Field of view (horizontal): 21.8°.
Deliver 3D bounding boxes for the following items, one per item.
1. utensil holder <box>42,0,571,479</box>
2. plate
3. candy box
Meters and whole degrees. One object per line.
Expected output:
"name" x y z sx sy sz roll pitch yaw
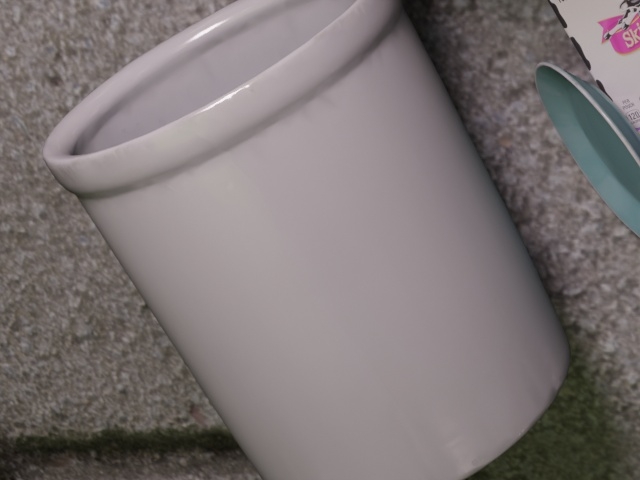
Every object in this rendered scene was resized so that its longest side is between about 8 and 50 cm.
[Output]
"utensil holder" 0.000 0.000 1.439 0.328 0.327 0.385 -14 115 38
"plate" 0.239 -0.073 1.367 0.024 0.188 0.188 -35 103 -3
"candy box" 0.298 -0.157 1.309 0.165 0.070 0.196 -22 108 41
